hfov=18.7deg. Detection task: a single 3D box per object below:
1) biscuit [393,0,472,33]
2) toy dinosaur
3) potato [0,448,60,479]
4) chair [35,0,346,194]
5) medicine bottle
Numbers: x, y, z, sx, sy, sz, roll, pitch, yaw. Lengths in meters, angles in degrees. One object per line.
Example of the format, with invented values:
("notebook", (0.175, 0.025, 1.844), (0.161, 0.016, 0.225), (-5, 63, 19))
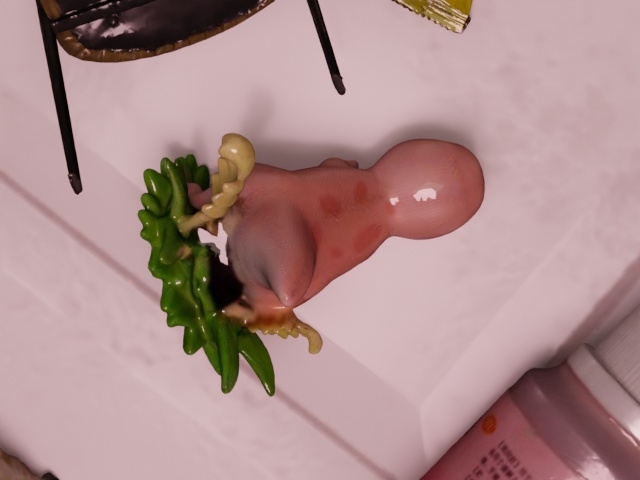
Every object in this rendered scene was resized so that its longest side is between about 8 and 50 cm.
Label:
("biscuit", (0.131, -0.255, 1.125), (0.048, 0.026, 0.292), (30, 110, 1))
("toy dinosaur", (0.001, 0.007, 1.128), (0.177, 0.194, 0.152), (-12, 91, 25))
("potato", (-0.278, 0.273, 1.140), (0.237, 0.289, 0.301), (-30, 135, 22))
("chair", (-0.100, -0.179, 1.090), (0.159, 0.247, 0.172), (-20, 123, 4))
("medicine bottle", (0.149, 0.150, 1.153), (0.147, 0.147, 0.247), (43, 97, -6))
